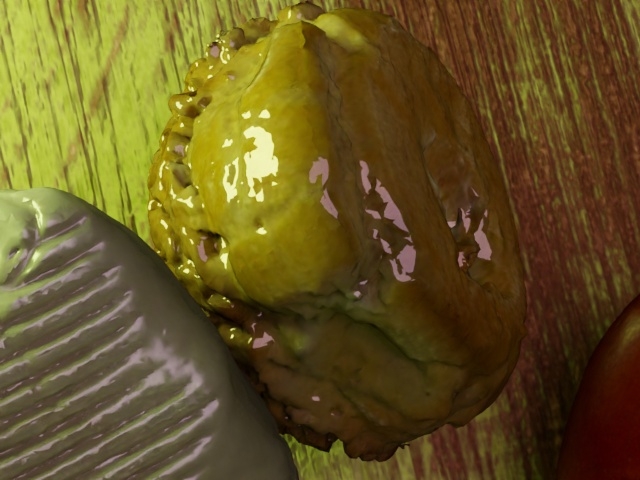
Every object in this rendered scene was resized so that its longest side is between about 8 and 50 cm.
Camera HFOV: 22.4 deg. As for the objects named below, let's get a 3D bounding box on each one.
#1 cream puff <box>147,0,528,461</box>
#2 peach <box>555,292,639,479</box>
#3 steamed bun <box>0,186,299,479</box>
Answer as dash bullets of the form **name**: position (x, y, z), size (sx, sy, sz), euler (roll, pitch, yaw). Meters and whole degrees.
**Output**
- **cream puff**: position (0.000, 0.000, 1.170), size (0.343, 0.231, 0.327), euler (5, 67, -64)
- **peach**: position (0.316, 0.180, 1.275), size (0.281, 0.281, 0.338), euler (34, 60, -14)
- **steamed bun**: position (-0.211, 0.145, 1.043), size (0.342, 0.255, 0.368), euler (-26, 103, -15)
